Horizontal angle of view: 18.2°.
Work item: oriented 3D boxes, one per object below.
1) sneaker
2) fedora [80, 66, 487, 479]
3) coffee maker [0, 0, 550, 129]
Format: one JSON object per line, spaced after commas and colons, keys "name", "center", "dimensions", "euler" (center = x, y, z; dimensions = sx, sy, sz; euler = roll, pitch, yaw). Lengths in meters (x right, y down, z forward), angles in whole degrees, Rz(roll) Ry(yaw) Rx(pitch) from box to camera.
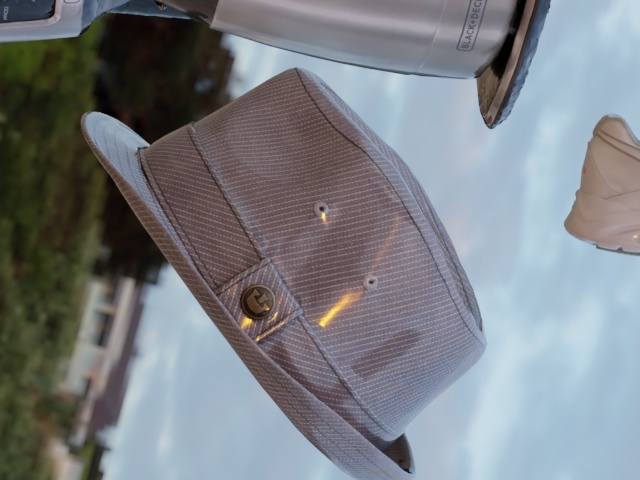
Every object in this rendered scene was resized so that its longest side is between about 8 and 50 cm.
{"name": "sneaker", "center": [0.282, -0.039, 1.326], "dimensions": [0.090, 0.232, 0.115], "euler": [-32, 129, -80]}
{"name": "fedora", "center": [0.000, 0.000, 1.126], "dimensions": [0.124, 0.275, 0.244], "euler": [-37, 166, 7]}
{"name": "coffee maker", "center": [-0.031, -0.112, 0.570], "dimensions": [0.171, 0.178, 0.120], "euler": [-107, -156, -70]}
